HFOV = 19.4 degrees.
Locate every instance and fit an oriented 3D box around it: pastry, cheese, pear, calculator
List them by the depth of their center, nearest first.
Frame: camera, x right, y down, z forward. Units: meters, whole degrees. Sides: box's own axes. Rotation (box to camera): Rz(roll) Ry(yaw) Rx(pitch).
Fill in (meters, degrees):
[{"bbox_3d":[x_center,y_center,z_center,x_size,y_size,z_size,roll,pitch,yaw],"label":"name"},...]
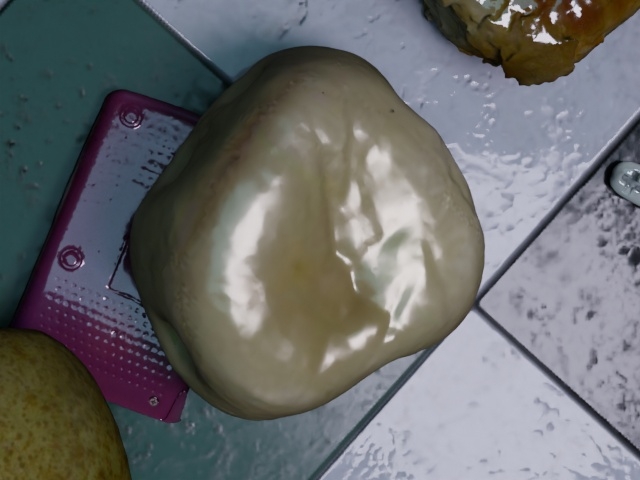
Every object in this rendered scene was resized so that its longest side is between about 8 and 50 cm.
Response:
[{"bbox_3d":[-0.207,0.153,1.096,0.188,0.228,0.211,2,71,30],"label":"pear"},{"bbox_3d":[0.000,0.000,1.143,0.218,0.117,0.235,14,90,-23],"label":"cheese"},{"bbox_3d":[0.127,-0.210,1.174,0.218,0.100,0.229,-3,92,-7],"label":"pastry"},{"bbox_3d":[-0.113,0.008,1.187,0.127,0.034,0.190,22,89,-6],"label":"calculator"}]

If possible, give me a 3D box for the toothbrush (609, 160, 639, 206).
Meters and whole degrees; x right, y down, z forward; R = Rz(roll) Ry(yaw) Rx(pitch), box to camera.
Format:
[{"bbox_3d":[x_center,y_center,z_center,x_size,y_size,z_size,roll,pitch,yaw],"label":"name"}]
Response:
[{"bbox_3d":[0.326,0.024,1.249,0.304,0.030,0.030,28,89,-5],"label":"toothbrush"}]
